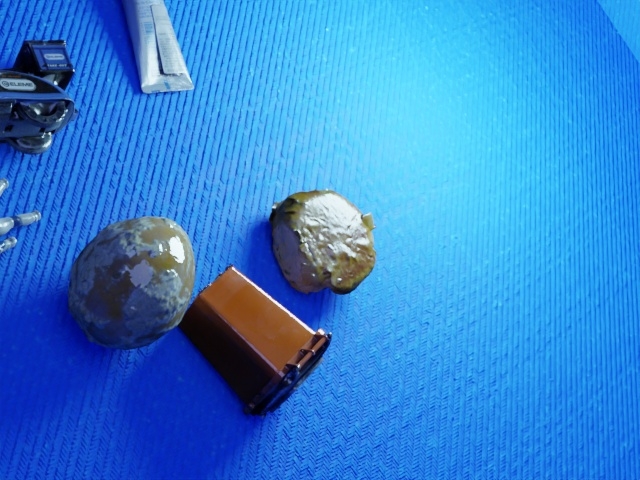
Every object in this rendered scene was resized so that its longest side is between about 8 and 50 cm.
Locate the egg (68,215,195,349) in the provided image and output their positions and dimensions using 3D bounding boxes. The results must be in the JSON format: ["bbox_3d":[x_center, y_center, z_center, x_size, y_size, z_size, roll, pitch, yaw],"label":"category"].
[{"bbox_3d":[-0.306,0.068,1.858,0.203,0.203,0.245,40,59,-10],"label":"egg"}]

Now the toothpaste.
[{"bbox_3d":[-0.337,-0.428,2.202,0.114,0.073,0.299,-10,79,-38],"label":"toothpaste"}]

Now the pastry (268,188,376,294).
[{"bbox_3d":[0.000,0.000,2.168,0.229,0.100,0.218,43,53,-14],"label":"pastry"}]

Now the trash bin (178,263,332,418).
[{"bbox_3d":[-0.116,0.166,1.954,0.239,0.184,0.161,45,49,2],"label":"trash bin"}]

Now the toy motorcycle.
[{"bbox_3d":[-0.583,-0.250,1.903,0.359,0.125,0.212,-7,62,-38],"label":"toy motorcycle"}]

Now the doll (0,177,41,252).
[{"bbox_3d":[-0.561,-0.012,1.826,0.114,0.057,0.227,49,40,-10],"label":"doll"}]
